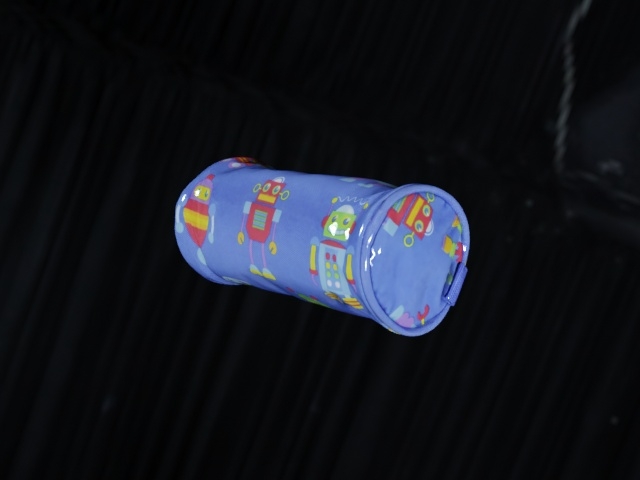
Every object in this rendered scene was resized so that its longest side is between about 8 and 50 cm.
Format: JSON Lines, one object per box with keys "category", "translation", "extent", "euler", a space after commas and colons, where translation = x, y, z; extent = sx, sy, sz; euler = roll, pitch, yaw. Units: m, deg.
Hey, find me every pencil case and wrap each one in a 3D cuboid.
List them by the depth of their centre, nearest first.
{"category": "pencil case", "translation": [0.000, 0.000, 1.397], "extent": [0.133, 0.119, 0.306], "euler": [26, -8, -34]}
